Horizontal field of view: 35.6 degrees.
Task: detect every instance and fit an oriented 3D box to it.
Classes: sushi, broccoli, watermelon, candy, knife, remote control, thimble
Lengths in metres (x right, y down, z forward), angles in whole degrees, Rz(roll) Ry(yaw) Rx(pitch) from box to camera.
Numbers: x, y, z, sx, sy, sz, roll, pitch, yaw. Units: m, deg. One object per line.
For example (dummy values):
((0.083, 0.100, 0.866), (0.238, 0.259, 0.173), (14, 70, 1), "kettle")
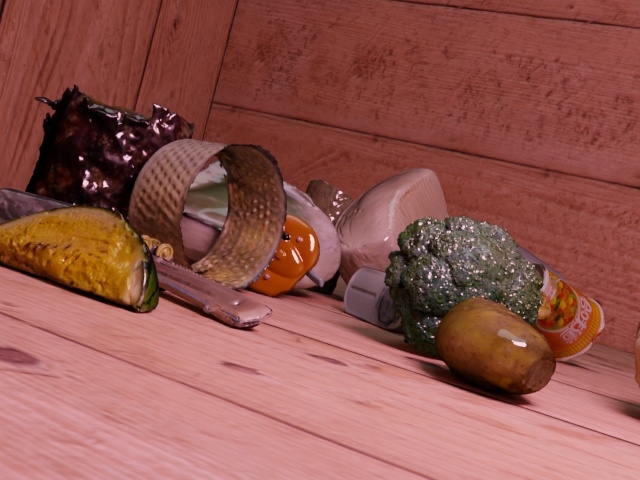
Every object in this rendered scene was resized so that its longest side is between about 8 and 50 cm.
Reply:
((-0.410, -0.124, 1.899), (0.281, 0.294, 0.299), (15, 0, -34), "sushi")
((0.217, 0.094, 1.602), (0.270, 0.270, 0.270), (14, -32, -11), "broccoli")
((-0.308, 0.029, 1.297), (0.301, 0.123, 0.129), (16, 33, 33), "watermelon")
((-0.156, -0.015, 2.151), (0.426, 0.186, 0.386), (25, 26, 22), "candy")
((-0.195, 0.071, 1.421), (0.089, 0.043, 0.365), (-27, 29, -33), "knife")
((0.118, 0.112, 1.908), (0.052, 0.104, 0.247), (25, -3, -25), "remote control")
((-0.069, 0.017, 1.959), (0.210, 0.015, 0.028), (43, -20, 11), "knife")
((-0.198, -0.053, 1.801), (0.150, 0.271, 0.270), (12, -1, 37), "thimble")

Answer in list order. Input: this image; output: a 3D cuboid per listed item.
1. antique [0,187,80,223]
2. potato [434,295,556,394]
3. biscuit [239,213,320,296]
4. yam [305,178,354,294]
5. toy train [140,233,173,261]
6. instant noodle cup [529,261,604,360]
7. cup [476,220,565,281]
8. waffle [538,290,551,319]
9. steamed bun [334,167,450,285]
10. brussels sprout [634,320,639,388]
((-0.443, -0.023, 1.651), (0.183, 0.088, 0.086), (14, 2, -4), "antique")
((0.229, 0.146, 1.331), (0.149, 0.113, 0.251), (22, 8, -12), "potato")
((-0.092, 0.018, 1.920), (0.170, 0.170, 0.050), (15, -10, 7), "biscuit")
((0.000, 0.000, 2.455), (0.161, 0.268, 0.161), (20, -8, 3), "yam")
((-0.330, 0.015, 1.605), (0.202, 0.081, 0.060), (23, -3, -37), "toy train")
((0.481, 0.142, 2.108), (0.185, 0.168, 0.168), (39, -12, -30), "instant noodle cup")
((0.435, 0.093, 2.485), (0.312, 0.205, 0.205), (32, -7, -26), "cup")
((0.294, 0.130, 1.938), (0.324, 0.068, 0.302), (-11, 9, -13), "waffle")
((0.152, -0.001, 2.324), (0.236, 0.247, 0.383), (-13, 26, 30), "steamed bun")
((0.590, 0.181, 1.458), (0.316, 0.243, 0.274), (10, 26, -9), "brussels sprout")
